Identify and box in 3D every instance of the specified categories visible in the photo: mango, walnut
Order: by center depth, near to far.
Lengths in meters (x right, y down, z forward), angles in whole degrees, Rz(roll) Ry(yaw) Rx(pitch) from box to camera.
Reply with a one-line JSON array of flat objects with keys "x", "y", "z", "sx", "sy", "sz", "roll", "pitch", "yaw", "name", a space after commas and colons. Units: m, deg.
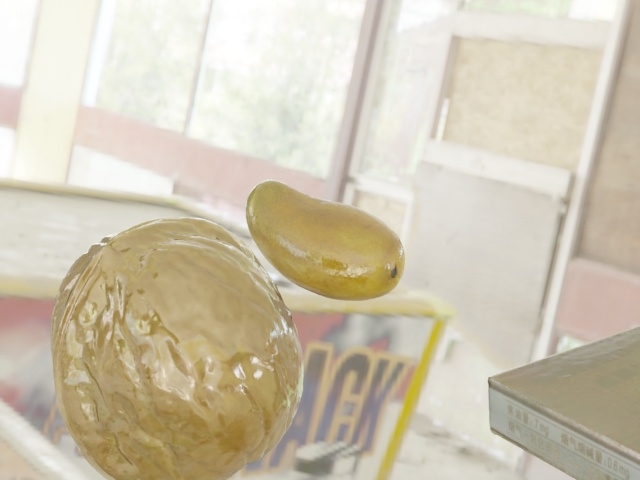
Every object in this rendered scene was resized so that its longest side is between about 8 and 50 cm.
[{"x": -0.120, "y": 0.091, "z": 0.994, "sx": 0.228, "sy": 0.228, "sz": 0.228, "roll": 11, "pitch": 7, "yaw": -1, "name": "walnut"}, {"x": 0.000, "y": 0.000, "z": 1.520, "sx": 0.227, "sy": 0.099, "sz": 0.136, "roll": 30, "pitch": 52, "yaw": 17, "name": "mango"}]

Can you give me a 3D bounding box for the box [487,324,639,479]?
[{"x": 0.262, "y": 0.120, "z": 0.669, "sx": 0.180, "sy": 0.047, "sz": 0.325, "roll": -14, "pitch": 20, "yaw": -28, "name": "box"}]
